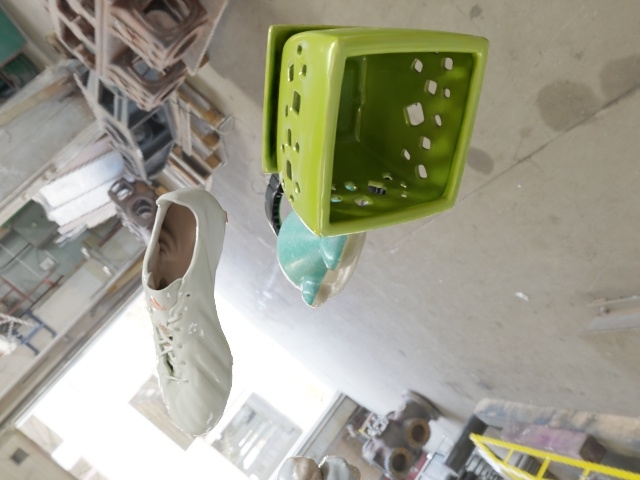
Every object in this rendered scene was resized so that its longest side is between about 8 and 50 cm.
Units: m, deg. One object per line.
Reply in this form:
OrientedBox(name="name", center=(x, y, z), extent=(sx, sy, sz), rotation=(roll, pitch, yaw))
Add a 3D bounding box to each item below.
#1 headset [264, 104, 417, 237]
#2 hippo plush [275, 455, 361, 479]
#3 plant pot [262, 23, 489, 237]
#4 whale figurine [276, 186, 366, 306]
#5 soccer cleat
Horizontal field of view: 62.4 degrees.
OrientedBox(name="headset", center=(0.054, -0.133, 1.029), extent=(0.243, 0.394, 0.185), rotation=(16, -159, -33))
OrientedBox(name="hippo plush", center=(0.008, 0.477, 0.812), extent=(0.294, 0.234, 0.236), rotation=(-1, 176, -25))
OrientedBox(name="plant pot", center=(0.045, -0.162, 0.679), extent=(0.207, 0.227, 0.228), rotation=(41, 134, 46))
OrientedBox(name="whale figurine", center=(0.000, 0.000, 0.879), extent=(0.141, 0.216, 0.272), rotation=(21, 173, -3))
OrientedBox(name="soccer cleat", center=(-0.107, 0.057, 0.408), extent=(0.068, 0.196, 0.076), rotation=(0, -179, 15))
